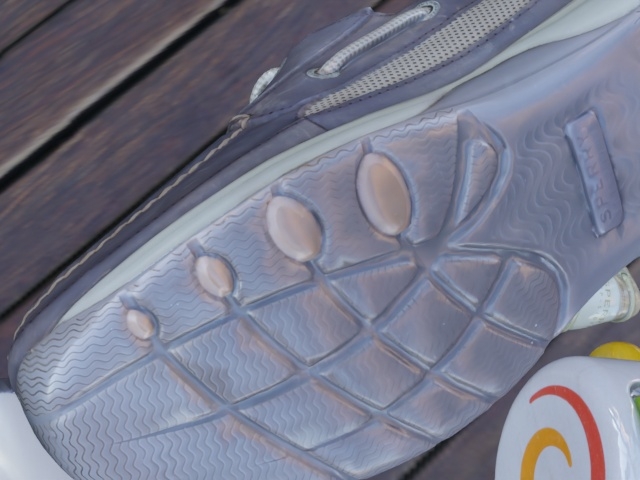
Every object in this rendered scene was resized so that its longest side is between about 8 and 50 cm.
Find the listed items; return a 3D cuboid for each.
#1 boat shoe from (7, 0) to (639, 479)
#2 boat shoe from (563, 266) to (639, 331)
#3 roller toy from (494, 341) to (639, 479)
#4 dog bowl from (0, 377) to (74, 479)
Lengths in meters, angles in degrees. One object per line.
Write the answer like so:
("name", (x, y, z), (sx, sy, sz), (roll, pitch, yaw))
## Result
("boat shoe", (0.034, -0.018, 0.735), (0.355, 0.130, 0.132), (-28, 118, -23))
("boat shoe", (0.181, -0.003, 1.663), (0.089, 0.285, 0.104), (3, 120, -19))
("roller toy", (0.233, 0.186, 1.448), (0.146, 0.209, 0.191), (6, 101, -25))
("dog bowl", (-0.307, 0.292, 1.361), (0.408, 0.408, 0.150), (-38, 72, -25))
